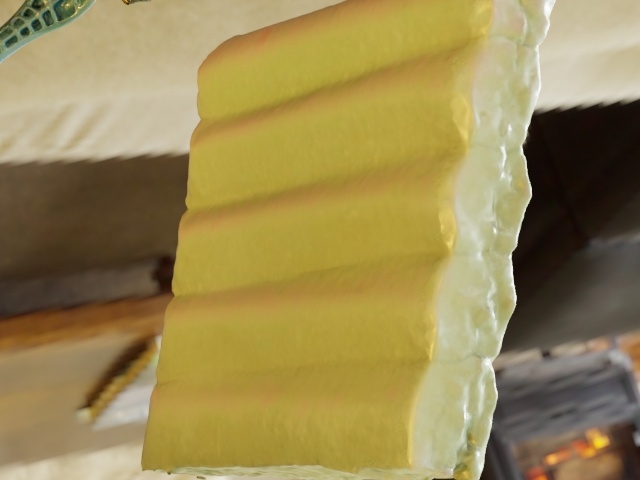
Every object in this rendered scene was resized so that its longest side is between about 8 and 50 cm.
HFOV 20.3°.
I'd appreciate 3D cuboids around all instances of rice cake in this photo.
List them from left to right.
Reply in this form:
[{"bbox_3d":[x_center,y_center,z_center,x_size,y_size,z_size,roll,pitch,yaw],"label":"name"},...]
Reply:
[{"bbox_3d":[0.000,0.000,0.617,0.037,0.189,0.198,11,177,-29],"label":"rice cake"}]

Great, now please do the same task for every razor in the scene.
[{"bbox_3d":[-0.225,-0.110,1.141,0.253,0.082,0.042,-37,178,7],"label":"razor"}]
